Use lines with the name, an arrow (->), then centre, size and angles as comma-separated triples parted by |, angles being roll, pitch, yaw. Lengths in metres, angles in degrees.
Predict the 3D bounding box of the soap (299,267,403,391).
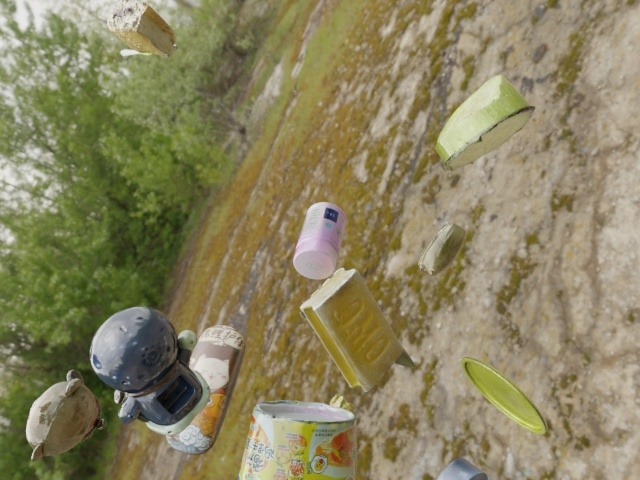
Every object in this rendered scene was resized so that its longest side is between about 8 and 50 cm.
soap -> 0.084, 0.228, 1.518 | 0.173, 0.274, 0.089 | -43, 23, -29

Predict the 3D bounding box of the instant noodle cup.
instant noodle cup -> -0.031, 0.332, 0.908 | 0.205, 0.205, 0.152 | 166, 111, -70

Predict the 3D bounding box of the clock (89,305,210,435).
clock -> -0.313, 0.231, 1.102 | 0.199, 0.243, 0.147 | -42, 30, -25

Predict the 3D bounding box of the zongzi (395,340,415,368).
zongzi -> 0.205, 0.406, 2.204 | 0.251, 0.274, 0.125 | -14, -33, -51

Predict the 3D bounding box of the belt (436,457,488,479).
belt -> 0.328, 0.634, 1.461 | 0.082, 0.141, 0.190 | 26, 87, 49

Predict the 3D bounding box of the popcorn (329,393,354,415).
popcorn -> 0.049, 0.493, 1.696 | 0.089, 0.097, 0.109 | 54, 142, 23

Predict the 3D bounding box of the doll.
doll -> -0.690, 0.486, 1.628 | 0.330, 0.174, 0.235 | 120, 175, -74

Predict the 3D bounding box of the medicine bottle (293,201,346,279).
medicine bottle -> 0.000, 0.000, 2.095 | 0.152, 0.152, 0.253 | -50, 18, 41

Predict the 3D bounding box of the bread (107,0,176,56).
bread -> -0.348, -0.419, 1.170 | 0.125, 0.106, 0.082 | 22, 88, 38

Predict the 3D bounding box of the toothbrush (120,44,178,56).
toothbrush -> -0.494, -0.545, 1.706 | 0.263, 0.022, 0.026 | 11, 46, 40

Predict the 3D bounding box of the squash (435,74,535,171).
squash -> 0.326, -0.248, 1.251 | 0.220, 0.133, 0.220 | -34, -5, -3

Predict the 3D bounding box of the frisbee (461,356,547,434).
frisbee -> 0.414, 0.348, 1.348 | 0.017, 0.236, 0.236 | -43, 12, -13

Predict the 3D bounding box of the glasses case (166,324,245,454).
glasses case -> -0.280, 0.364, 1.475 | 0.082, 0.122, 0.320 | 67, -146, -58

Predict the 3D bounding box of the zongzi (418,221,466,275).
zongzi -> 0.393, 0.033, 1.894 | 0.194, 0.099, 0.197 | -56, -3, 5
